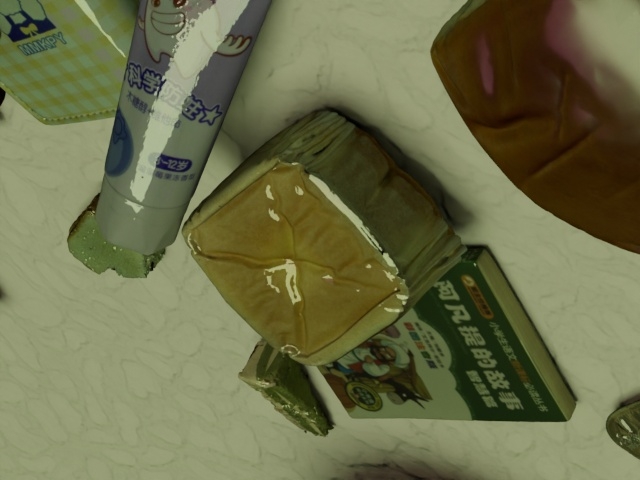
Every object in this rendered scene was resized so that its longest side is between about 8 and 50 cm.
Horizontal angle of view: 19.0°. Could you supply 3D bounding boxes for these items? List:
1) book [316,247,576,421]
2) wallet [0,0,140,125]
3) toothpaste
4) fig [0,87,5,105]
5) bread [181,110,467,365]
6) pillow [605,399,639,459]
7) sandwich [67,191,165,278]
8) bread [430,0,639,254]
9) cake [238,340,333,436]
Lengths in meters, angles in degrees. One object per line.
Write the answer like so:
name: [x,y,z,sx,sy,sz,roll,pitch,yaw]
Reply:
book: [0.087,0.092,1.787,0.264,0.027,0.202,-3,129,41]
wallet: [-0.269,-0.230,1.661,0.223,0.077,0.309,-10,127,40]
toothpaste: [-0.110,-0.155,1.582,0.125,0.080,0.371,28,124,10]
fig: [-0.351,-0.168,1.800,0.125,0.089,0.089,63,145,10]
bread: [0.002,-0.001,1.663,0.192,0.110,0.210,47,139,-2]
pillow: [0.359,0.211,1.706,0.217,0.033,0.130,41,143,-10]
sandwich: [-0.205,0.003,1.906,0.093,0.035,0.105,39,145,-9]
bread: [0.229,-0.128,1.248,0.250,0.225,0.279,39,149,-5]
cake: [-0.028,0.151,1.953,0.051,0.055,0.140,5,153,33]
